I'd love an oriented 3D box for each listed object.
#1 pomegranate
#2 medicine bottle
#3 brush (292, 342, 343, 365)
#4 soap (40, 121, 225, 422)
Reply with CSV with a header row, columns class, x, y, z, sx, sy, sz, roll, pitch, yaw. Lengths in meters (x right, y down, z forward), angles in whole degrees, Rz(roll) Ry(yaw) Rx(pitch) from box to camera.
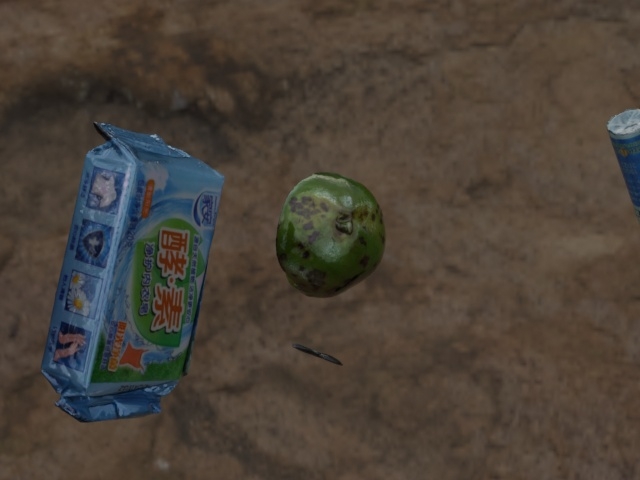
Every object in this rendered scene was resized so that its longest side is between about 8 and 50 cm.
class,x,y,z,sx,sy,sz,roll,pitch,yaw
pomegranate,0.013,0.002,1.619,0.122,0.169,0.143,12,65,3
medicine bottle,0.369,-0.057,1.570,0.051,0.191,0.051,-19,30,11
brush,-0.003,0.146,1.795,0.024,0.083,0.008,33,97,56
soap,-0.186,0.036,1.406,0.077,0.293,0.156,16,7,34
